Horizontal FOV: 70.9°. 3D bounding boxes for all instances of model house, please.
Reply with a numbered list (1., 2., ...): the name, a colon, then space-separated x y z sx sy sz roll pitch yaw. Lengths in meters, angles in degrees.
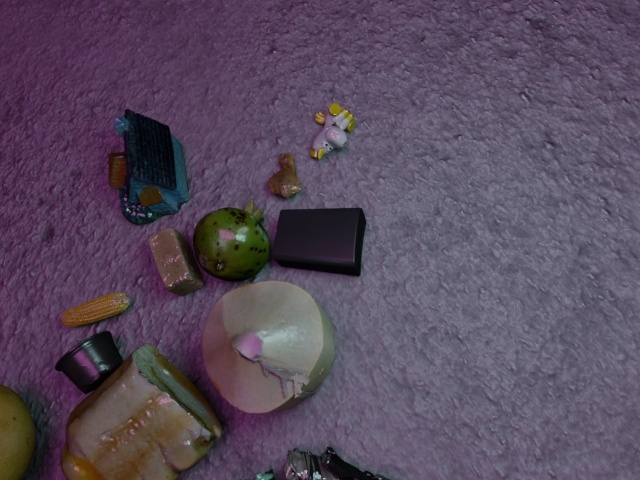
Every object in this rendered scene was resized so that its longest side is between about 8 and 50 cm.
1. model house: -0.547 -0.217 1.333 0.226 0.241 0.261 -16 69 2

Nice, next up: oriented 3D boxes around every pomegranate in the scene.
1. pomegranate: -0.232 -0.004 1.232 0.211 0.211 0.263 9 38 14

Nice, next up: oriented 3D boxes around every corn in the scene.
1. corn: -0.643 0.200 1.291 0.206 0.067 0.067 -18 68 5

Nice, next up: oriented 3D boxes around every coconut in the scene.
1. coconut: -0.116 0.244 1.055 0.323 0.323 0.323 -3 70 9

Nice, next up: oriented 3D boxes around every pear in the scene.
1. pear: -0.878 0.519 1.109 0.314 0.314 0.314 -3 70 9

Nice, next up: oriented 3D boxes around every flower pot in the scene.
1. flower pot: -0.604 0.332 1.201 0.157 0.157 0.107 -39 83 -4

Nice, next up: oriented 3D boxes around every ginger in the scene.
1. ginger: -0.111 -0.188 1.334 0.096 0.067 0.165 -16 55 5

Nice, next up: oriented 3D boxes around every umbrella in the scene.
1. umbrella: 0.093 0.544 1.013 0.358 0.113 0.106 11 88 8

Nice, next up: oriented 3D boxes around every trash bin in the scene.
1. trash bin: 0.000 0.000 1.223 0.226 0.115 0.165 3 72 16

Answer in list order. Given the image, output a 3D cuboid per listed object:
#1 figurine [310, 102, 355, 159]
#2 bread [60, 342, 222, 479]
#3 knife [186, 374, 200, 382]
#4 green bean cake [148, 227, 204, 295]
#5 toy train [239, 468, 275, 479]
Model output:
1. figurine: 0.030 -0.318 1.348 0.130 0.109 0.178 0 68 39
2. bread: -0.435 0.461 1.087 0.300 0.210 0.341 43 89 -2
3. knife: -0.410 0.379 1.208 0.184 0.022 0.026 -7 43 8
4. green bean cake: -0.408 0.060 1.275 0.085 0.109 0.179 -27 67 0
5. toy train: -0.179 0.599 0.992 0.203 0.163 0.112 -33 69 26
